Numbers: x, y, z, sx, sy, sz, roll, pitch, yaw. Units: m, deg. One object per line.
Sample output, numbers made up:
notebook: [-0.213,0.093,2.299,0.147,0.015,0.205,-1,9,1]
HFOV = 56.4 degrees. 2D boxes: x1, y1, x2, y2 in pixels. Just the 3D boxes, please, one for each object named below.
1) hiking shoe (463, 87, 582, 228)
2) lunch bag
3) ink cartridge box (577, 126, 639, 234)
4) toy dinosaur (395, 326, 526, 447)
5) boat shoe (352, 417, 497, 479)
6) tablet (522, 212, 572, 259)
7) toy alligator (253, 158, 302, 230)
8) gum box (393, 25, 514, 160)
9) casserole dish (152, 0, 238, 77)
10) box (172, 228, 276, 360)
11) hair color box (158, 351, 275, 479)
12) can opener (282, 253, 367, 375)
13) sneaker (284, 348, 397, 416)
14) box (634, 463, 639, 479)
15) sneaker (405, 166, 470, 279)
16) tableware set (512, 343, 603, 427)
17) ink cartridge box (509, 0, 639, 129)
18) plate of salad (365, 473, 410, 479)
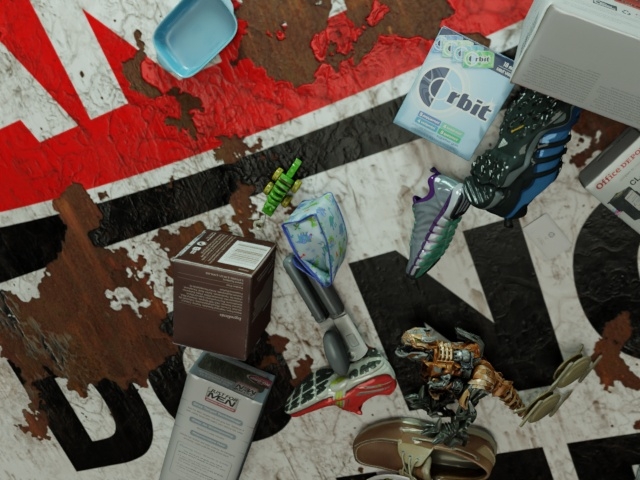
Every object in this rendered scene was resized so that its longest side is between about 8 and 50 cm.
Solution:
hiking shoe: [0.379,-0.172,1.044,0.132,0.113,0.304,24,111,-35]
lunch bag: [0.000,0.000,1.181,0.096,0.129,0.151,-18,109,25]
ink cartridge box: [0.560,-0.092,1.031,0.175,0.072,0.127,38,117,-4]
toy dinosaur: [0.292,0.302,1.230,0.322,0.164,0.218,32,101,7]
boat shoe: [0.225,0.477,1.332,0.325,0.116,0.123,-7,110,17]
tablet: [0.432,-0.007,1.137,0.054,0.006,0.083,-38,99,24]
toy alligator: [-0.093,-0.083,1.213,0.056,0.051,0.189,34,116,-1]
gum box: [0.242,-0.259,1.060,0.157,0.041,0.184,27,117,2]
casserole dish: [-0.233,-0.393,1.127,0.188,0.037,0.114,-35,101,25]
box: [-0.200,0.109,1.256,0.167,0.168,0.203,11,114,9]
hair color box: [-0.256,0.464,1.452,0.186,0.113,0.374,22,116,4]
can opener: [0.011,0.149,1.267,0.074,0.093,0.280,-25,98,21]
sneaker: [0.044,0.350,1.335,0.279,0.107,0.118,-27,109,23]
box: [0.812,0.633,1.274,0.296,0.073,0.293,6,114,11]
sneaker: [0.208,-0.031,1.161,0.098,0.083,0.223,41,123,27]
tableware set: [0.474,0.295,1.214,0.039,0.128,0.194,50,126,39]
ink cartridge box: [0.469,-0.299,0.893,0.310,0.271,0.130,22,138,5]
plate of salad: [0.182,0.656,1.457,0.200,0.048,0.199,6,114,12]
